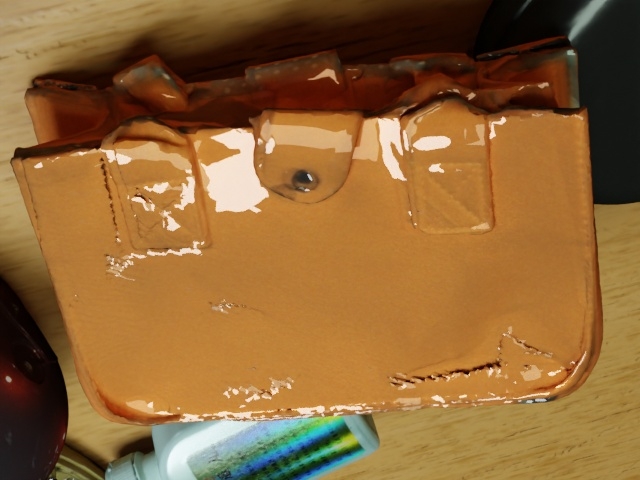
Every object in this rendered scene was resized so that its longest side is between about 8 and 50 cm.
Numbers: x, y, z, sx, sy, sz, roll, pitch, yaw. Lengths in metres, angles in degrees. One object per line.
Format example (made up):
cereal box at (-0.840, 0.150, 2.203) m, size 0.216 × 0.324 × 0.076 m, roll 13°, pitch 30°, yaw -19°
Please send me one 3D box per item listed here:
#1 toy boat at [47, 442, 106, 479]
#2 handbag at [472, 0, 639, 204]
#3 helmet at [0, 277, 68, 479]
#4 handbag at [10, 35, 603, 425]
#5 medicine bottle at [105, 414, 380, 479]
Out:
toy boat at (-0.206, 0.243, 1.604) m, size 0.064 × 0.072 × 0.206 m, roll -33°, pitch 131°, yaw 11°
handbag at (0.261, -0.153, 1.384) m, size 0.254 × 0.093 × 0.308 m, roll 27°, pitch 118°, yaw -32°
helmet at (-0.296, 0.135, 1.423) m, size 0.189 × 0.193 × 0.216 m, roll -32°, pitch 173°, yaw 13°
handbag at (0.000, 0.000, 1.362) m, size 0.410 × 0.116 × 0.303 m, roll -4°, pitch 131°, yaw 7°
medicine bottle at (-0.073, 0.178, 1.578) m, size 0.229 × 0.083 × 0.121 m, roll -26°, pitch 130°, yaw 6°
